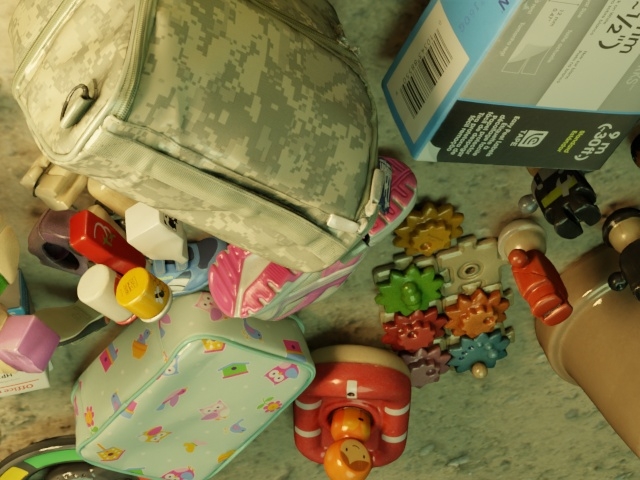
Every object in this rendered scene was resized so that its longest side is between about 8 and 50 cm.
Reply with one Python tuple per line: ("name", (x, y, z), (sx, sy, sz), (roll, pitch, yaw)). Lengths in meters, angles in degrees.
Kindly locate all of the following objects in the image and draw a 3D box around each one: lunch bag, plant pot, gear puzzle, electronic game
("lunch bag", (-0.152, 0.177, 1.471), (0.224, 0.108, 0.279), (18, 129, -39))
("plant pot", (0.427, 0.157, 1.541), (0.263, 0.229, 0.263), (-9, 138, -8))
("lunch bag", (-0.099, -0.117, 1.070), (0.305, 0.256, 0.212), (25, 124, -36))
("gear puzzle", (0.155, 0.074, 1.503), (0.175, 0.044, 0.339), (-14, 137, -2))
("electronic game", (-0.314, 0.320, 1.602), (0.229, 0.048, 0.229), (-5, 140, -4))

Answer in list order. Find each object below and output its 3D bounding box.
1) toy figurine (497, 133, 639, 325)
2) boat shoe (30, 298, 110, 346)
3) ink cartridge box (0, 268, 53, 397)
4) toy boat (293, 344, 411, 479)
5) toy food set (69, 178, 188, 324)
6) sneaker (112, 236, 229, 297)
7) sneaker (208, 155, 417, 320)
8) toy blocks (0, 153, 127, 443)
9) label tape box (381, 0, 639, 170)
("toy figurine", (0.314, -0.023, 1.384), (0.213, 0.148, 0.210), (-6, 133, -8))
("boat shoe", (-0.279, 0.095, 1.351), (0.137, 0.049, 0.043), (-30, 156, -54))
("ink cartridge box", (-0.366, 0.122, 1.381), (0.104, 0.062, 0.181), (-11, 137, -6))
("toy boat", (0.037, 0.239, 1.547), (0.150, 0.151, 0.231), (2, 136, 2))
("toy food set", (-0.167, 0.001, 1.193), (0.111, 0.232, 0.104), (-30, 136, 20))
("sneaker", (-0.169, 0.029, 1.353), (0.144, 0.053, 0.059), (-25, 135, 7))
("sneaker", (0.000, 0.000, 1.348), (0.252, 0.103, 0.111), (-34, 157, 7))
("toy blocks", (-0.411, 0.028, 1.195), (0.260, 0.309, 0.289), (-5, 135, 38))
("label tape box", (0.268, -0.188, 1.185), (0.347, 0.115, 0.249), (3, 140, -28))
